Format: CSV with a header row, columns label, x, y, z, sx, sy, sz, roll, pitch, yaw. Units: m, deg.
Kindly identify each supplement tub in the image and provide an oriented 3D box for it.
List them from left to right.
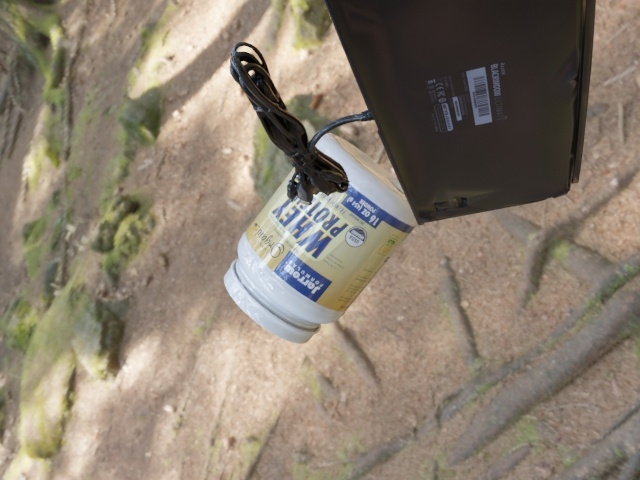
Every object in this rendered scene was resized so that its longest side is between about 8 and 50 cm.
label,x,y,z,sx,sy,sz,roll,pitch,yaw
supplement tub,0.000,0.000,1.255,0.316,0.228,0.228,-52,32,13

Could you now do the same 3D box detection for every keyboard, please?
label,x,y,z,sx,sy,sz,roll,pitch,yaw
keyboard,0.050,-0.084,0.416,0.201,0.317,0.033,-11,65,13
